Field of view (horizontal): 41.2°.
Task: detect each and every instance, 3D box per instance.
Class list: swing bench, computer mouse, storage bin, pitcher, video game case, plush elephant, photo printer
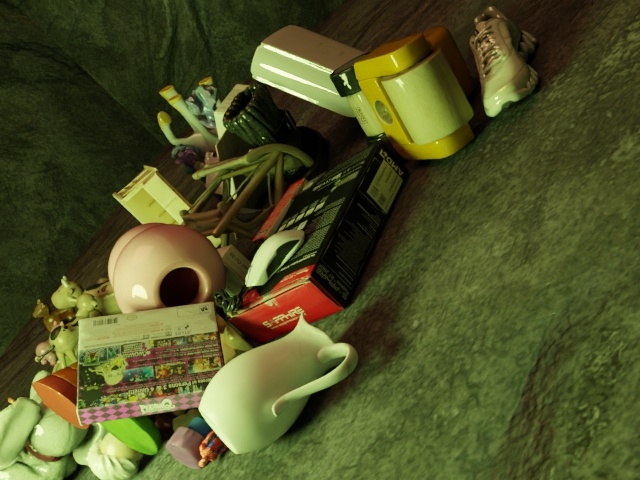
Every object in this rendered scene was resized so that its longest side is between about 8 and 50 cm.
[{"bbox_3d":[-0.176,-0.083,1.827,0.253,0.165,0.254,-10,59,56],"label":"swing bench"},{"bbox_3d":[-0.105,0.044,1.439,0.193,0.042,0.106,-47,17,-4],"label":"computer mouse"},{"bbox_3d":[-0.400,-0.061,2.246,0.123,0.262,0.260,-46,18,-8],"label":"storage bin"},{"bbox_3d":[-0.055,0.201,1.177,0.207,0.125,0.178,-39,18,-18],"label":"pitcher"},{"bbox_3d":[-0.274,0.193,1.382,0.232,0.041,0.210,-7,38,-10],"label":"video game case"},{"bbox_3d":[-0.555,0.381,1.659,0.330,0.272,0.255,39,99,43],"label":"plush elephant"},{"bbox_3d":[0.020,-0.395,2.002,0.256,0.308,0.107,-54,-15,-61],"label":"photo printer"}]

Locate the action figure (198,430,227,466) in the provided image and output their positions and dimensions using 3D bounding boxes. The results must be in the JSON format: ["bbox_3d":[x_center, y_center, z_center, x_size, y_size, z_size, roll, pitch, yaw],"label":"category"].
[{"bbox_3d":[-0.151,0.297,1.301,0.030,0.038,0.115,-12,36,52],"label":"action figure"}]

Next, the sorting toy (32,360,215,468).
[{"bbox_3d":[-0.309,0.263,1.416,0.366,0.127,0.126,11,49,30],"label":"sorting toy"}]

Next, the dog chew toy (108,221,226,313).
[{"bbox_3d":[-0.312,0.057,1.629,0.206,0.206,0.332,-49,27,-10],"label":"dog chew toy"}]

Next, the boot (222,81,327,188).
[{"bbox_3d":[-0.108,-0.266,2.049,0.131,0.260,0.348,-43,19,9],"label":"boot"}]

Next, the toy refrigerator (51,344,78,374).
[{"bbox_3d":[-0.607,0.350,2.082,0.102,0.094,0.269,-43,19,8],"label":"toy refrigerator"}]

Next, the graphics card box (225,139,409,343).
[{"bbox_3d":[0.000,0.000,1.521,0.233,0.094,0.370,-28,26,43],"label":"graphics card box"}]

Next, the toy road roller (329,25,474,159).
[{"bbox_3d":[0.193,-0.291,1.569,0.241,0.202,0.329,-36,17,-15],"label":"toy road roller"}]

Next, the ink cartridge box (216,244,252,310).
[{"bbox_3d":[-0.183,0.076,1.719,0.198,0.115,0.067,-14,37,56],"label":"ink cartridge box"}]

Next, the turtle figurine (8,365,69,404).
[{"bbox_3d":[-0.538,0.312,1.890,0.270,0.087,0.217,-1,21,19],"label":"turtle figurine"}]

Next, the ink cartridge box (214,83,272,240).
[{"bbox_3d":[-0.210,-0.195,2.115,0.066,0.296,0.261,9,43,18],"label":"ink cartridge box"}]

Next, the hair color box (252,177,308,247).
[{"bbox_3d":[-0.052,-0.033,1.702,0.053,0.093,0.167,-21,31,52],"label":"hair color box"}]

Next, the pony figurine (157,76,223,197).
[{"bbox_3d":[-0.296,-0.287,2.476,0.351,0.363,0.303,-2,37,43],"label":"pony figurine"}]

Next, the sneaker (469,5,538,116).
[{"bbox_3d":[0.309,-0.317,1.494,0.110,0.118,0.292,-33,23,29],"label":"sneaker"}]

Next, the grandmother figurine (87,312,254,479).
[{"bbox_3d":[-0.271,0.281,1.497,0.342,0.104,0.208,-47,18,-8],"label":"grandmother figurine"}]

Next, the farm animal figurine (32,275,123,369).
[{"bbox_3d":[-0.578,0.169,2.130,0.327,0.172,0.330,-20,21,-21],"label":"farm animal figurine"}]
